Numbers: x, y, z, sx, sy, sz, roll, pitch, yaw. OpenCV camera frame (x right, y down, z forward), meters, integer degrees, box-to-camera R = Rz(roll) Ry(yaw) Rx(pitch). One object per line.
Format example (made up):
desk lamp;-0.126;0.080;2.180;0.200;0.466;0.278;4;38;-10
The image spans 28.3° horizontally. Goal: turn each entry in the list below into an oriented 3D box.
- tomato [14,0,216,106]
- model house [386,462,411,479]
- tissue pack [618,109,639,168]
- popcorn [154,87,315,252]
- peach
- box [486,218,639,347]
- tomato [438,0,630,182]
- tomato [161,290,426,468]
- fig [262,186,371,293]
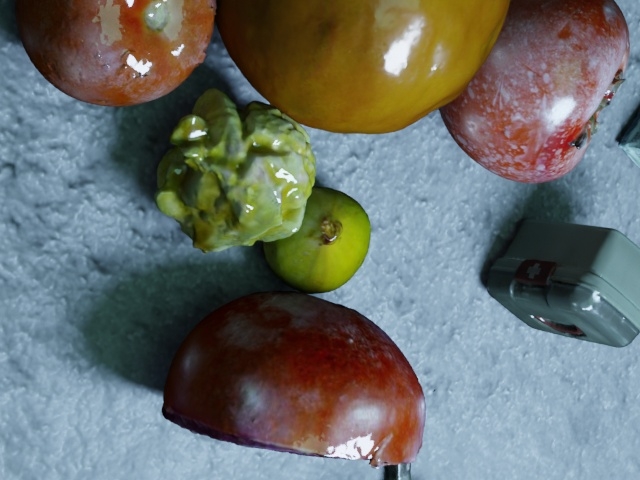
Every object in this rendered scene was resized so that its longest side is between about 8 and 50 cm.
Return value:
tomato;-0.219;-0.246;1.347;0.208;0.184;0.208;-14;112;-38
model house;0.128;0.397;1.692;0.205;0.218;0.279;-3;98;-31
tissue pack;0.578;-0.187;1.884;0.185;0.081;0.257;39;81;-32
popcorn;-0.100;-0.081;1.458;0.187;0.185;0.167;-5;67;-11
peach;0.040;-0.274;1.417;0.343;0.343;0.302;-2;132;-30
box;0.346;0.056;1.736;0.148;0.210;0.129;37;74;-31
tomato;0.262;-0.213;1.602;0.227;0.270;0.270;28;86;12
tomato;-0.008;0.158;1.509;0.335;0.289;0.176;12;92;-23
fig;-0.006;-0.003;1.572;0.136;0.121;0.153;-55;146;-5
